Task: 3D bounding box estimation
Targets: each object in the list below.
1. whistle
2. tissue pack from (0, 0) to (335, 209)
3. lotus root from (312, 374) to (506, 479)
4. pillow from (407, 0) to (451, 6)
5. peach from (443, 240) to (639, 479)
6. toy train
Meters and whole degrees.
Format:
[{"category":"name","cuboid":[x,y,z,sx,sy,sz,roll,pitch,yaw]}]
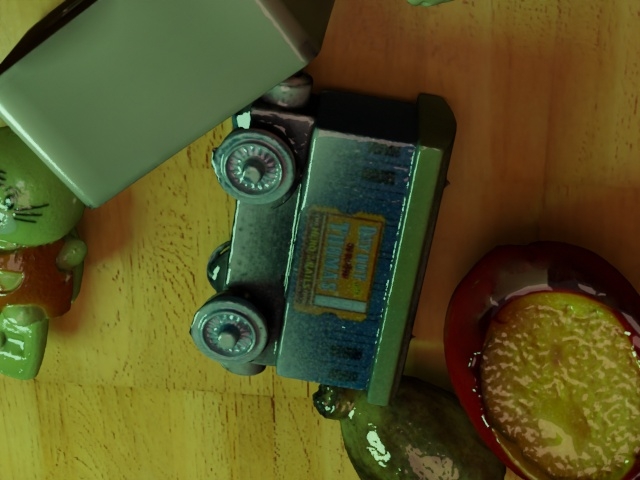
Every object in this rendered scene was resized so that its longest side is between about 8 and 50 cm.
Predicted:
[{"category":"whistle","cuboid":[-0.278,0.009,1.195,0.131,0.106,0.288,14,119,8]},{"category":"tissue pack","cuboid":[-0.127,-0.162,1.053,0.246,0.159,0.136,-32,111,22]},{"category":"lotus root","cuboid":[0.090,0.194,1.233,0.214,0.138,0.138,40,116,-11]},{"category":"pillow","cuboid":[0.180,-0.322,0.937,0.281,0.076,0.274,-14,121,-11]},{"category":"peach","cuboid":[0.205,0.110,1.107,0.190,0.226,0.196,6,132,-23]},{"category":"toy train","cuboid":[0.000,0.000,1.138,0.202,0.131,0.299,10,120,0]}]
